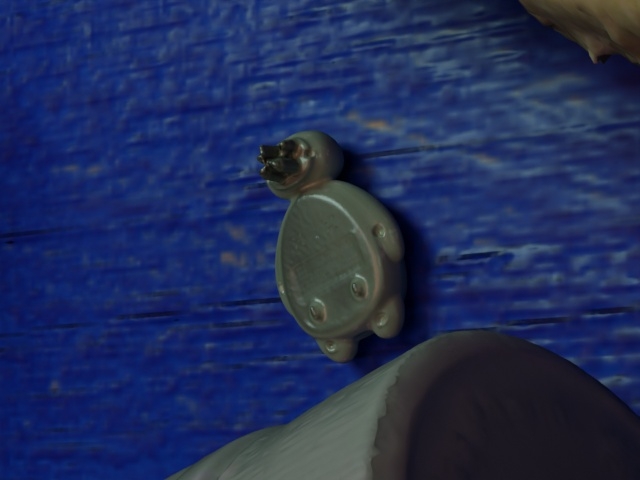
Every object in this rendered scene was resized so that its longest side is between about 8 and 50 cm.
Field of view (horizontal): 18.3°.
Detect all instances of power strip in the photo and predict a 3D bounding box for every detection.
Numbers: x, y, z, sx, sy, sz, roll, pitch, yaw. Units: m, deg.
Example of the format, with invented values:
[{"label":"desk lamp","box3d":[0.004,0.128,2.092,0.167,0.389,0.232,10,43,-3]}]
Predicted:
[{"label":"power strip","box3d":[0.000,0.000,0.691,0.055,0.035,0.083,-30,70,32]}]

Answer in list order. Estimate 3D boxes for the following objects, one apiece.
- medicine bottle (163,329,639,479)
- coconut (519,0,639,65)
[{"label":"medicine bottle","box3d":[-0.035,0.173,0.599,0.332,0.190,0.190,-31,67,32]},{"label":"coconut","box3d":[0.193,-0.147,0.391,0.297,0.310,0.297,34,132,50]}]
